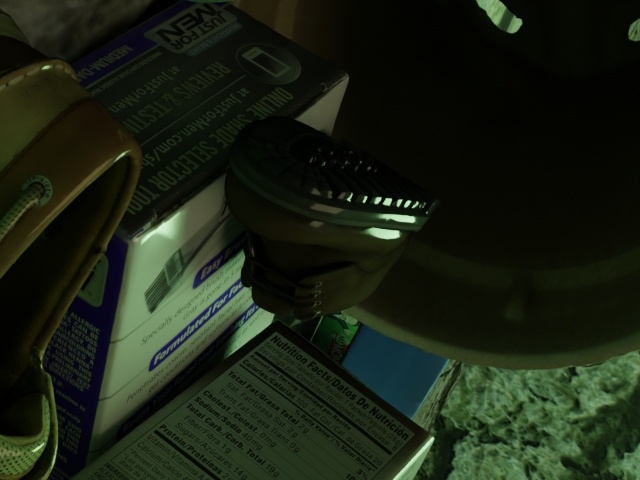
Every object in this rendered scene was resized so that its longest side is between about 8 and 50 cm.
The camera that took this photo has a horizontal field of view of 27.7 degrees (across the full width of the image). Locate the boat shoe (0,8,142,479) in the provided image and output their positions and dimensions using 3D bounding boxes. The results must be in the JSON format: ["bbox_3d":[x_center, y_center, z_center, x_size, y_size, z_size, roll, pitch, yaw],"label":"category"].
[{"bbox_3d":[-0.172,0.067,0.528,0.324,0.120,0.122,-64,164,19],"label":"boat shoe"}]

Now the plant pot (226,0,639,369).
[{"bbox_3d":[0.136,-0.141,0.841,0.305,0.334,0.334,-60,172,-50],"label":"plant pot"}]

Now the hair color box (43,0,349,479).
[{"bbox_3d":[-0.110,0.050,0.729,0.185,0.110,0.339,-42,160,-45],"label":"hair color box"}]

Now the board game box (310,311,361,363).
[{"bbox_3d":[-0.045,0.241,1.338,0.213,0.046,0.317,-71,-175,-66],"label":"board game box"}]

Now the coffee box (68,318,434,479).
[{"bbox_3d":[-0.085,0.191,0.661,0.297,0.119,0.168,-36,155,-48],"label":"coffee box"}]

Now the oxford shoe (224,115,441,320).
[{"bbox_3d":[0.000,0.000,0.626,0.096,0.083,0.227,-56,164,5],"label":"oxford shoe"}]

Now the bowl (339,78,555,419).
[{"bbox_3d":[0.121,-0.005,1.154,0.391,0.077,0.391,-61,176,-8],"label":"bowl"}]
